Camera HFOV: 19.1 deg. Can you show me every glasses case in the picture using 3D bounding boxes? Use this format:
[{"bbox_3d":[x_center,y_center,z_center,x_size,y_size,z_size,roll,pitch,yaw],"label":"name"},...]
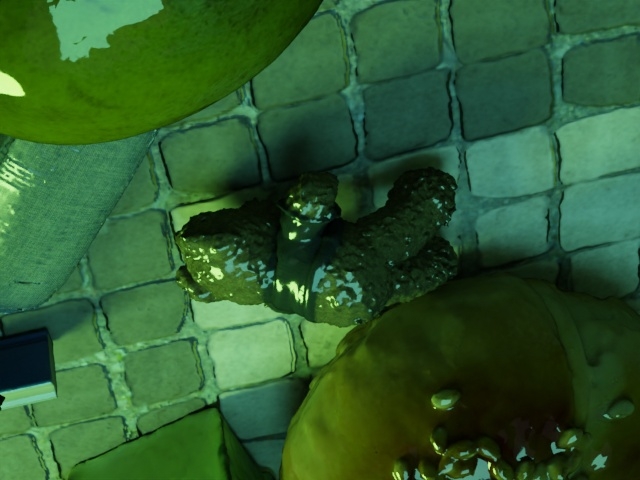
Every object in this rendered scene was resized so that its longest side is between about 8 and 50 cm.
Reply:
[{"bbox_3d":[-0.216,-0.045,1.501,0.109,0.067,0.282,18,130,-24],"label":"glasses case"}]

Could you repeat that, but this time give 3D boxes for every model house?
[{"bbox_3d":[-0.125,0.304,1.806,0.194,0.170,0.211,-26,136,8],"label":"model house"}]

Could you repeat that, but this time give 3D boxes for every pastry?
[{"bbox_3d":[0.160,0.220,1.733,0.409,0.245,0.409,-6,130,-7],"label":"pastry"}]

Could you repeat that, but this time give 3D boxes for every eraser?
[{"bbox_3d":[-0.272,0.114,1.648,0.084,0.063,0.027,-13,138,-2],"label":"eraser"}]

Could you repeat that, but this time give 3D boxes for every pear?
[{"bbox_3d":[-0.131,-0.191,1.255,0.307,0.253,0.253,-14,137,-12],"label":"pear"}]

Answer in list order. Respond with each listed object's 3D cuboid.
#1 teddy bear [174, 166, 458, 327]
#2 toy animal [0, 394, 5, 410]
[{"bbox_3d":[0.006,0.014,1.576,0.251,0.129,0.182,-5,133,-12],"label":"teddy bear"},{"bbox_3d":[-0.361,0.081,1.545,0.166,0.138,0.179,-17,129,-4],"label":"toy animal"}]
